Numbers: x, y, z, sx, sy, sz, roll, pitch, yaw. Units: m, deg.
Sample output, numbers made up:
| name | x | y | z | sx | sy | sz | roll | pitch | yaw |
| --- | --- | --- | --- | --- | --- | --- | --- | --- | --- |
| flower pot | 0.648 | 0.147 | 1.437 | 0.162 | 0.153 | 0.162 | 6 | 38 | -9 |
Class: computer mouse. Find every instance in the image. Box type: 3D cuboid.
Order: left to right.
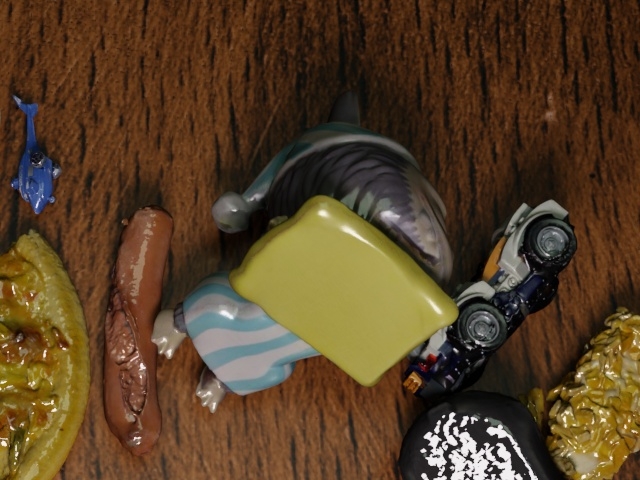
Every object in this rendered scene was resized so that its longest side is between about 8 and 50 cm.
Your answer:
| name | x | y | z | sx | sy | sz | roll | pitch | yaw |
| --- | --- | --- | --- | --- | --- | --- | --- | --- | --- |
| computer mouse | 0.223 | 0.334 | 1.826 | 0.183 | 0.116 | 0.323 | -27 | 90 | 6 |

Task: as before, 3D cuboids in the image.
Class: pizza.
| name | x | y | z | sx | sy | sz | roll | pitch | yaw |
| --- | --- | --- | --- | --- | --- | --- | --- | --- | --- |
| pizza | -0.364 | 0.152 | 1.836 | 0.258 | 0.087 | 0.268 | 43 | 66 | 4 |

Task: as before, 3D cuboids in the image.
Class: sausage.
| name | x | y | z | sx | sy | sz | roll | pitch | yaw |
| --- | --- | --- | --- | --- | --- | --- | --- | --- | --- |
| sausage | -0.232 | 0.111 | 1.867 | 0.079 | 0.087 | 0.327 | 22 | 63 | -45 |

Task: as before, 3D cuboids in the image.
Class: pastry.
| name | x | y | z | sx | sy | sz | roll | pitch | yaw |
| --- | --- | --- | --- | --- | --- | --- | --- | --- | --- |
| pastry | 0.358 | 0.208 | 1.917 | 0.154 | 0.102 | 0.250 | 44 | 66 | -4 |

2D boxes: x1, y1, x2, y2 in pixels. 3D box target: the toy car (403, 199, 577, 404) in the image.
| name | x | y | z | sx | sy | sz | roll | pitch | yaw |
| --- | --- | --- | --- | --- | --- | --- | --- | --- | --- |
| toy car | 0.213 | 0.081 | 1.896 | 0.118 | 0.193 | 0.301 | 42 | 70 | 8 |

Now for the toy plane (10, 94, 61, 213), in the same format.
| name | x | y | z | sx | sy | sz | roll | pitch | yaw |
| --- | --- | --- | --- | --- | --- | --- | --- | --- | --- |
| toy plane | -0.381 | -0.112 | 1.950 | 0.062 | 0.054 | 0.167 | -12 | 71 | 13 |

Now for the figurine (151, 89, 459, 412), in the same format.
| name | x | y | z | sx | sy | sz | roll | pitch | yaw |
| --- | --- | --- | --- | --- | --- | --- | --- | --- | --- |
| figurine | 0.000 | 0.000 | 1.911 | 0.266 | 0.361 | 0.378 | 56 | 24 | -24 |
